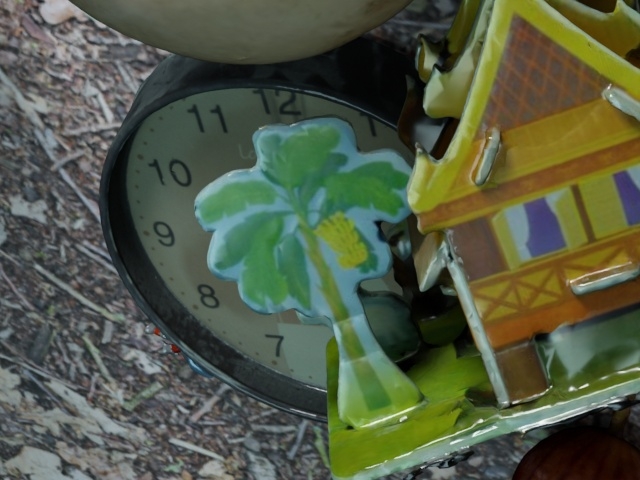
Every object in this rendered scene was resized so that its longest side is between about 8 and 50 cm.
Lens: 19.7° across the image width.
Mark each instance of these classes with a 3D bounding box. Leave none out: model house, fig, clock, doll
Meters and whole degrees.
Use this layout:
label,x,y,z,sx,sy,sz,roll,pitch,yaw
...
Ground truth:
label,x,y,z,sx,sy,sz,roll,pitch,yaw
model house,0.102,-0.048,1.243,0.358,0.242,0.312,-19,110,9
fig,0.219,0.205,1.560,0.128,0.128,0.150,-10,96,33
clock,0.000,0.000,1.502,0.386,0.076,0.386,14,135,15
doll,-0.107,0.097,1.674,0.114,0.039,0.057,31,94,9

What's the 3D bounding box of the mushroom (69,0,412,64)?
label,x,y,z,sx,sy,sz,roll,pitch,yaw
mushroom,-0.046,-0.294,1.152,0.362,0.294,0.362,4,102,20
